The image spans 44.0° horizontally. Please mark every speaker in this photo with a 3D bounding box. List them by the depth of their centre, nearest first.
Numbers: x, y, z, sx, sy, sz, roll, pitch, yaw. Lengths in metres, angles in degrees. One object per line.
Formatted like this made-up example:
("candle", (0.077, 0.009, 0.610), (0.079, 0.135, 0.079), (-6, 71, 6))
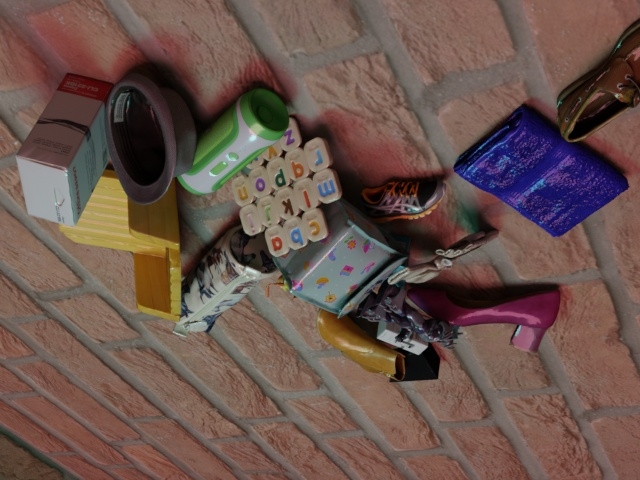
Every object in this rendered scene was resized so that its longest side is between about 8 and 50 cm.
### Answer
("speaker", (-0.198, -0.212, 1.738), (0.131, 0.131, 0.296), (34, 137, -24))

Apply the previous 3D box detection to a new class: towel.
("towel", (0.468, -0.132, 1.688), (0.308, 0.076, 0.227), (28, 140, -18))

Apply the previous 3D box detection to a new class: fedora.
("fedora", (-0.352, -0.223, 1.710), (0.243, 0.124, 0.275), (-24, 85, 44))

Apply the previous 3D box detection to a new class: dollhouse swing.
("dollhouse swing", (-0.512, 0.008, 1.990), (0.304, 0.315, 0.347), (-3, 144, -13))

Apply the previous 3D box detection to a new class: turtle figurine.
("turtle figurine", (-0.023, 0.094, 2.081), (0.217, 0.087, 0.269), (-12, 168, 14))

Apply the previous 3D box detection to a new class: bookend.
("bookend", (0.253, 0.344, 2.335), (0.157, 0.072, 0.156), (-10, 135, 27))

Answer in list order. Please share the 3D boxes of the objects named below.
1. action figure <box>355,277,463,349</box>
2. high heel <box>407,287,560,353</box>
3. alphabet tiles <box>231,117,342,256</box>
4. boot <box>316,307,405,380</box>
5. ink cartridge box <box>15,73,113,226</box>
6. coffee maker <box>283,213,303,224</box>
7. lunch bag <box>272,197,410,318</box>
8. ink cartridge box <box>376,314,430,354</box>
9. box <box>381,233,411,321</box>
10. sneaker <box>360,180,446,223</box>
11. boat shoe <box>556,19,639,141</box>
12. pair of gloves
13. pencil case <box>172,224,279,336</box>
("action figure", (0.234, 0.207, 1.991), (0.285, 0.099, 0.185), (32, 149, -23))
("high heel", (0.423, 0.147, 2.060), (0.377, 0.127, 0.181), (19, 107, 4))
("alphabet tiles", (-0.080, -0.117, 1.760), (0.284, 0.278, 0.021), (-22, 172, 35))
("boot", (0.124, 0.285, 2.222), (0.211, 0.104, 0.295), (16, 153, 36))
("ink cartridge box", (-0.549, -0.198, 1.740), (0.114, 0.273, 0.197), (14, 141, -1))
("coffee maker", (0.000, 0.000, 1.972), (0.178, 0.120, 0.171), (9, 165, 7))
("lunch bag", (0.061, 0.053, 1.822), (0.223, 0.160, 0.262), (-45, 132, 13))
("ink cartridge box", (0.232, 0.244, 2.196), (0.135, 0.099, 0.056), (22, 140, -13))
("box", (0.190, 0.099, 2.032), (0.060, 0.101, 0.244), (8, 141, 8))
("sneaker", (0.186, -0.099, 1.808), (0.214, 0.084, 0.083), (-16, 128, 32))
("boat shoe", (0.560, -0.289, 1.446), (0.110, 0.104, 0.307), (25, 140, -14))
("pair of gloves", (0.294, 0.048, 1.868), (0.240, 0.042, 0.204), (-31, 167, 29))
("pencil case", (-0.260, 0.108, 2.104), (0.159, 0.184, 0.410), (21, 141, -26))
